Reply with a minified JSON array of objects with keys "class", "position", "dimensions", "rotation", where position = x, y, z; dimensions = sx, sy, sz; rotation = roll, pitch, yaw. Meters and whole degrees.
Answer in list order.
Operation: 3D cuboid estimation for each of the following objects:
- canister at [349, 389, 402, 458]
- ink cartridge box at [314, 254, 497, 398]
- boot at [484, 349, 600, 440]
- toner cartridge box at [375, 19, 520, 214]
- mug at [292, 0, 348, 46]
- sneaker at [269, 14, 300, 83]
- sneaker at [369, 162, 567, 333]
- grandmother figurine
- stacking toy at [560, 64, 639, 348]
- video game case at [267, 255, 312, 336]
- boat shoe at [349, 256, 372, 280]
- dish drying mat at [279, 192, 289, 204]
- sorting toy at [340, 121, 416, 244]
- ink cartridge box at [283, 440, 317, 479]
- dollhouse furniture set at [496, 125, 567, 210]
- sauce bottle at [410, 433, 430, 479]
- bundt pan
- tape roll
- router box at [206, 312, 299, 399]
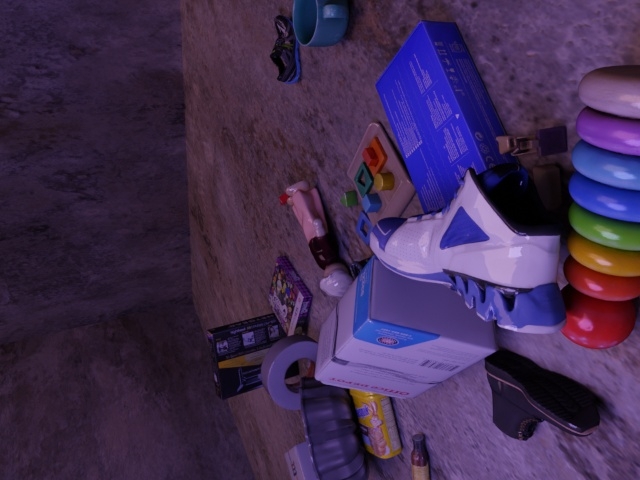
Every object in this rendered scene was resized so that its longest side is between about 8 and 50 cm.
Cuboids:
[{"class":"canister","position":[0.140,0.450,1.154],"dimensions":[0.126,0.073,0.170],"rotation":[-21,82,65]},{"class":"ink cartridge box","position":[0.139,0.179,0.846],"dimensions":[0.308,0.222,0.129],"rotation":[118,163,-53]},{"class":"boot","position":[0.334,0.270,0.693],"dimensions":[0.198,0.076,0.137],"rotation":[-138,37,-71]},{"class":"toner cartridge box","position":[0.212,-0.169,0.757],"dimensions":[0.165,0.075,0.348],"rotation":[-44,60,61]},{"class":"mug","position":[0.012,-0.500,1.020],"dimensions":[0.158,0.097,0.130],"rotation":[63,150,30]},{"class":"sneaker","position":[-0.105,-0.539,1.272],"dimensions":[0.067,0.078,0.188],"rotation":[6,105,64]},{"class":"sneaker","position":[0.206,-0.021,0.623],"dimensions":[0.315,0.127,0.183],"rotation":[29,119,58]},{"class":"grandmother figurine","position":[0.000,0.000,1.254],"dimensions":[0.208,0.103,0.343],"rotation":[68,178,-70]},{"class":"stacking toy","position":[0.333,-0.015,0.509],"dimensions":[0.141,0.141,0.331],"rotation":[41,139,53]},{"class":"video game case","position":[-0.113,0.206,1.599],"dimensions":[0.232,0.041,0.211],"rotation":[52,136,45]},{"class":"boat shoe","position":[0.137,0.110,1.013],"dimensions":[0.183,0.083,0.065],"rotation":[56,146,40]},{"class":"dish drying mat","position":[-0.123,-0.143,1.546],"dimensions":[0.083,0.008,0.032],"rotation":[-18,82,65]},{"class":"sorting toy","position":[0.119,-0.133,0.999],"dimensions":[0.196,0.047,0.348],"rotation":[65,151,28]},{"class":"ink cartridge box","position":[-0.034,0.771,1.578],"dimensions":[0.128,0.128,0.176],"rotation":[67,153,24]},{"class":"dollhouse furniture set","position":[0.285,-0.095,0.644],"dimensions":[0.081,0.090,0.115],"rotation":[-149,49,-77]},{"class":"sauce bottle","position":[0.227,0.506,1.029],"dimensions":[0.042,0.042,0.128],"rotation":[16,114,62]},{"class":"bundt pan","position":[0.046,0.517,1.218],"dimensions":[0.331,0.124,0.331],"rotation":[-16,-90,-87]},{"class":"tape roll","position":[-0.073,0.409,1.411],"dimensions":[0.072,0.219,0.220],"rotation":[18,116,62]},{"class":"router box","position":[-0.245,0.415,1.667],"dimensions":[0.081,0.308,0.243],"rotation":[4,102,62]}]
